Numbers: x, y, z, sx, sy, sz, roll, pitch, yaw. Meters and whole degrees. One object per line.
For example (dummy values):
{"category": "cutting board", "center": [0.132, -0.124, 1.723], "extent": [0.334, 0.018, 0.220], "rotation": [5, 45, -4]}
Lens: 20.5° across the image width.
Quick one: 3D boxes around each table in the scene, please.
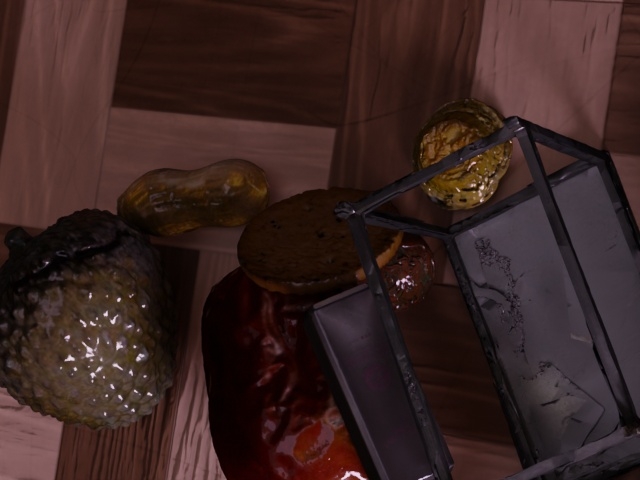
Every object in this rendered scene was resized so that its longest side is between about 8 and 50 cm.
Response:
{"category": "table", "center": [0.212, 0.082, 1.812], "extent": [0.222, 0.272, 0.335], "rotation": [-27, 72, 23]}

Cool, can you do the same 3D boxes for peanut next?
{"category": "peanut", "center": [-0.154, -0.051, 2.138], "extent": [0.207, 0.087, 0.087], "rotation": [-9, 80, 26]}

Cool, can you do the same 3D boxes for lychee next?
{"category": "lychee", "center": [-0.281, 0.094, 2.098], "extent": [0.255, 0.255, 0.274], "rotation": [-37, 99, 21]}

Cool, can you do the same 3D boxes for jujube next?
{"category": "jujube", "center": [-0.021, 0.174, 1.969], "extent": [0.223, 0.223, 0.318], "rotation": [-32, 65, 22]}

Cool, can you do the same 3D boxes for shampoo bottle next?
{"category": "shampoo bottle", "center": [0.065, 0.171, 1.821], "extent": [0.080, 0.079, 0.246], "rotation": [-23, 84, -10]}

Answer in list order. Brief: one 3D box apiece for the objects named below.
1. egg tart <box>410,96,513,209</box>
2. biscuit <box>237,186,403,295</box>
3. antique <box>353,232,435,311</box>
{"category": "egg tart", "center": [0.156, -0.099, 1.991], "extent": [0.130, 0.052, 0.130], "rotation": [-6, 79, 29]}
{"category": "biscuit", "center": [0.000, 0.001, 1.952], "extent": [0.188, 0.188, 0.027], "rotation": [10, 129, 30]}
{"category": "antique", "center": [0.082, 0.031, 1.990], "extent": [0.104, 0.104, 0.104], "rotation": [-4, 83, 29]}
